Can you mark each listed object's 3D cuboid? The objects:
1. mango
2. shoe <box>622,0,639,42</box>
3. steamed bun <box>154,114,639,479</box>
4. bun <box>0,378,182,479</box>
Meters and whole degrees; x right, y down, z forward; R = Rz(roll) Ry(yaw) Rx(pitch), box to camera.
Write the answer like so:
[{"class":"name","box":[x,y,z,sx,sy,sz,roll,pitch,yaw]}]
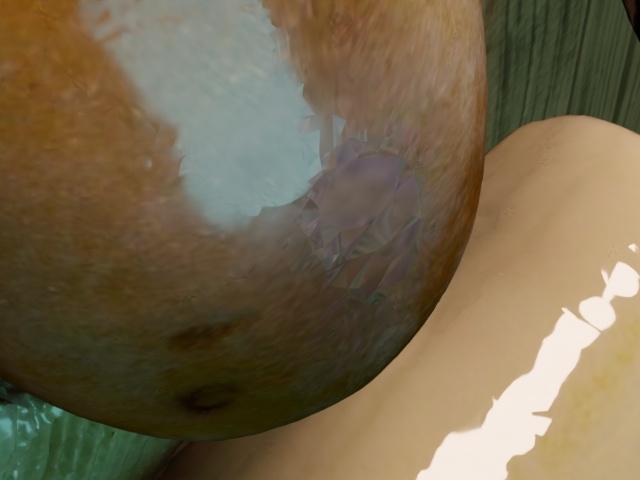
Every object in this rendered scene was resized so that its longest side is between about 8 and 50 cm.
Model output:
[{"class":"mango","box":[-0.067,-0.087,0.515,0.221,0.199,0.384,-48,143,-14]},{"class":"shoe","box":[0.231,-0.197,1.015,0.384,0.237,0.171,-56,148,-37]},{"class":"steamed bun","box":[0.089,0.177,0.938,0.371,0.290,0.456,-43,166,-19]},{"class":"bun","box":[-0.136,0.045,0.710,0.204,0.126,0.212,-59,156,15]}]
